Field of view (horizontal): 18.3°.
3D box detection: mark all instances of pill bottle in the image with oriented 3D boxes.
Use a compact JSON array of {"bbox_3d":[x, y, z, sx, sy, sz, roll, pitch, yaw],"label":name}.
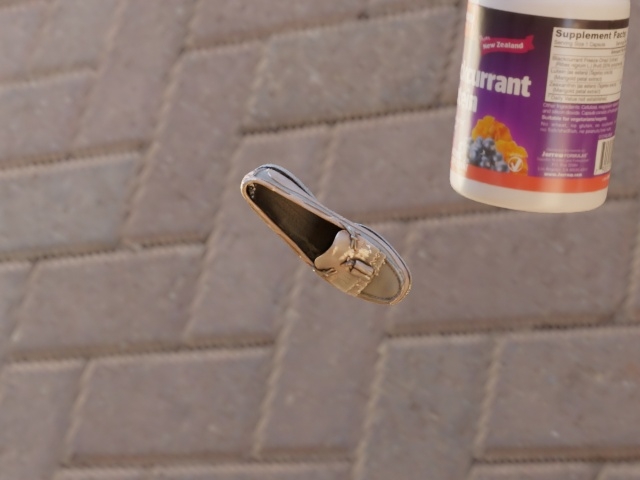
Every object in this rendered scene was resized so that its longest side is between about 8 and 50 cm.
[{"bbox_3d":[0.148,-0.123,1.324,0.108,0.108,0.194,19,109,47],"label":"pill bottle"}]

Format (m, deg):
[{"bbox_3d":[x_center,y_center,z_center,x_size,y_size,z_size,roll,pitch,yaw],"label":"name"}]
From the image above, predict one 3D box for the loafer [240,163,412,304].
[{"bbox_3d":[0.000,0.000,1.240,0.125,0.039,0.045,38,104,7],"label":"loafer"}]
